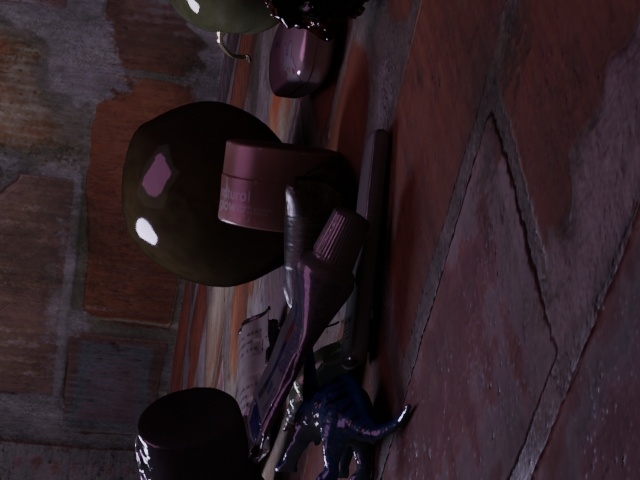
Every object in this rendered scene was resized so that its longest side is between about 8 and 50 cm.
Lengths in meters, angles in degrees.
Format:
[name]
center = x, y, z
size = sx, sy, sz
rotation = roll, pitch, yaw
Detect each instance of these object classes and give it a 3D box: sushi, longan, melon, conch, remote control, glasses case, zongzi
[sushi]
center = -0.005, -0.329, 1.775
size = 0.150, 0.153, 0.172
rotation = 86, -165, -62
[longan]
center = -0.163, -0.067, 2.240
size = 0.350, 0.288, 0.288
rotation = 90, -177, -71
[melon]
center = -0.138, -0.475, 2.385
size = 0.272, 0.272, 0.308
rotation = 142, 139, -77
[conch]
center = 0.000, 0.169, 1.665
size = 0.180, 0.065, 0.088
rotation = -56, 23, 37
[remote control]
center = 0.052, 0.010, 1.596
size = 0.067, 0.029, 0.261
rotation = 130, 147, -74
[glasses case]
center = -0.027, -0.269, 2.100
size = 0.297, 0.075, 0.113
rotation = 176, 102, -80
[zongzi]
center = 0.000, 0.000, 1.788
size = 0.184, 0.084, 0.187
rotation = -65, -19, -74

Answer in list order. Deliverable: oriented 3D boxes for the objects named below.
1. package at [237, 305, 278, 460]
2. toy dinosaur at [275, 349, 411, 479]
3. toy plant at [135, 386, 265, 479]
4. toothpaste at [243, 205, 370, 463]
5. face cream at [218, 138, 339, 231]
[package]
center = -0.106, 0.245, 2.285
size = 0.251, 0.062, 0.204
rotation = 103, 170, -55
[toy dinosaur]
center = 0.018, 0.194, 1.516
size = 0.329, 0.076, 0.144
rotation = -151, 73, -71
[toy plant]
center = -0.163, 0.410, 2.135
size = 0.279, 0.185, 0.400
rotation = 27, 134, 47
[toothpaste]
center = -0.021, 0.096, 1.568
size = 0.282, 0.068, 0.099
rotation = -67, -16, 14
[face cream]
center = -0.054, -0.071, 1.901
size = 0.149, 0.149, 0.104
rotation = -137, 53, -78
